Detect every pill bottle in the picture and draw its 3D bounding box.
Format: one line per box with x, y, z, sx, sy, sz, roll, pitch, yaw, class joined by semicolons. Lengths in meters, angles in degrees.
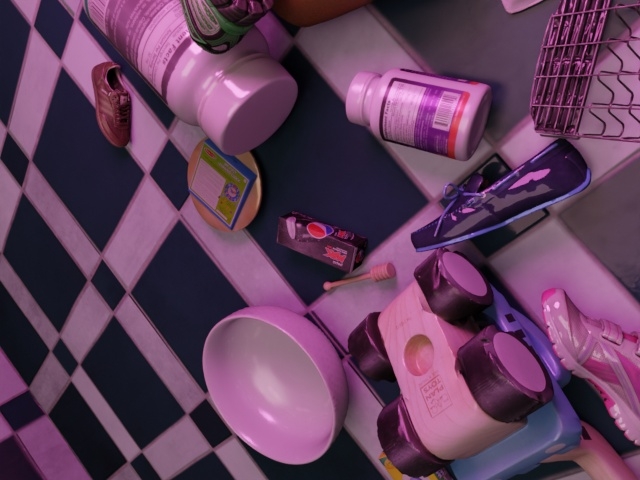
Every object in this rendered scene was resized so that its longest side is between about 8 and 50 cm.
-0.220;-0.332;0.796;0.361;0.204;0.204;47;126;9;pill bottle
0.139;-0.192;0.677;0.193;0.108;0.108;22;118;25;pill bottle

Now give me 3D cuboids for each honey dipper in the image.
0.069;0.074;0.874;0.160;0.030;0.031;-20;96;40;honey dipper

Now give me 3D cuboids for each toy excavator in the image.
0.315;0.259;0.679;0.222;0.444;0.433;-52;37;31;toy excavator

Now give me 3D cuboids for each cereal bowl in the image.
-0.080;0.285;0.975;0.338;0.141;0.339;12;114;29;cereal bowl

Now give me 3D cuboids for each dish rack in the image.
0.377;-0.198;0.511;0.271;0.074;0.209;25;109;51;dish rack

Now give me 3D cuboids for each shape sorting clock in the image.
-0.202;-0.120;0.964;0.206;0.040;0.206;12;111;32;shape sorting clock

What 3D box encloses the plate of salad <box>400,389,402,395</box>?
0.228;0.334;0.835;0.200;0.048;0.200;40;150;29;plate of salad

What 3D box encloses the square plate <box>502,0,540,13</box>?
0.319;-0.494;0.487;0.343;0.049;0.348;-15;99;35;square plate

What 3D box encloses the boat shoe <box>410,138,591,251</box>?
0.248;-0.062;0.677;0.258;0.109;0.089;-26;85;20;boat shoe

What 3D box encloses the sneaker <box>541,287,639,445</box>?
0.416;0.158;0.644;0.252;0.103;0.111;48;122;1;sneaker

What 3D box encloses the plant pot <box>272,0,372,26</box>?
0.025;-0.414;0.614;0.254;0.237;0.237;-20;96;51;plant pot

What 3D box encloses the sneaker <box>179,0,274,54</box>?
-0.180;-0.424;0.633;0.146;0.134;0.344;-25;76;47;sneaker

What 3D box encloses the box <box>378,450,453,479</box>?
0.198;0.469;0.928;0.105;0.043;0.179;-40;82;36;box

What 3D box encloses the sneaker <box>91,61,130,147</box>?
-0.470;-0.309;1.050;0.071;0.066;0.189;-2;107;32;sneaker

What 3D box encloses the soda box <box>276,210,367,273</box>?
0.000;0.000;0.872;0.168;0.053;0.060;21;118;24;soda box
